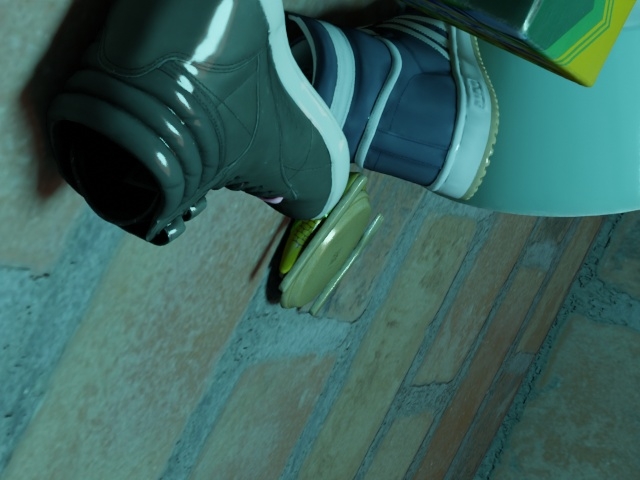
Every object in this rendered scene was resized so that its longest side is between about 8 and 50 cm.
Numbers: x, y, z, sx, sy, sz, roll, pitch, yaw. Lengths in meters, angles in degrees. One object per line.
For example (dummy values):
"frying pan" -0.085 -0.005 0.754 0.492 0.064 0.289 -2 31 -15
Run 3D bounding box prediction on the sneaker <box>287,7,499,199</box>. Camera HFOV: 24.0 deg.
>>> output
"sneaker" 0.032 -0.125 1.107 0.282 0.153 0.099 -100 -154 -65

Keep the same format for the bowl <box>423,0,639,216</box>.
"bowl" 0.210 -0.161 1.280 0.311 0.312 0.163 -44 137 -47

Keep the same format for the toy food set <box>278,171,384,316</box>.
"toy food set" 0.000 0.000 1.295 0.132 0.038 0.192 -54 168 -4

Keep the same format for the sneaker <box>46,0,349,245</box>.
"sneaker" -0.073 -0.052 0.878 0.147 0.105 0.295 -56 157 -15

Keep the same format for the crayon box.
"crayon box" 0.085 -0.183 0.950 0.083 0.203 0.323 -65 163 8
